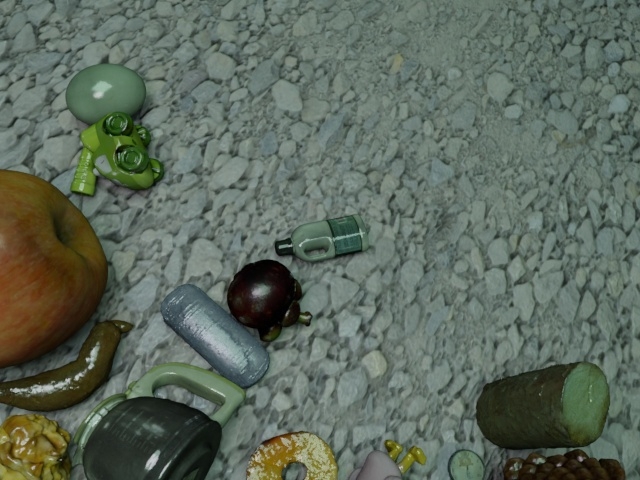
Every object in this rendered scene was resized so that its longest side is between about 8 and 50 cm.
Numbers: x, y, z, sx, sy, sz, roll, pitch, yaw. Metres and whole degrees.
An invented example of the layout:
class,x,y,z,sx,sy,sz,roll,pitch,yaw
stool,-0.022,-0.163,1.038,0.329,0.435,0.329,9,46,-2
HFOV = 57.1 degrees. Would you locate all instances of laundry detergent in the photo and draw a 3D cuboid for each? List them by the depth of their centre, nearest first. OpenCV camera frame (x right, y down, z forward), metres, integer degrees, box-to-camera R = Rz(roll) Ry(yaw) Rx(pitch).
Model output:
class,x,y,z,sx,sy,sz,roll,pitch,yaw
laundry detergent,0.000,0.000,1.435,0.226,0.070,0.099,-11,76,-15

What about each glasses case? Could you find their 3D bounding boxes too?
class,x,y,z,sx,sy,sz,roll,pitch,yaw
glasses case,-0.234,0.211,1.306,0.282,0.067,0.109,41,72,6

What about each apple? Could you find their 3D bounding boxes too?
class,x,y,z,sx,sy,sz,roll,pitch,yaw
apple,-0.617,0.053,1.131,0.347,0.391,0.391,-33,75,0

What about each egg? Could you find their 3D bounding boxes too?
class,x,y,z,sx,sy,sz,roll,pitch,yaw
egg,-0.527,-0.359,1.451,0.192,0.149,0.149,-26,74,-19

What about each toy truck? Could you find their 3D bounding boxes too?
class,x,y,z,sx,sy,sz,roll,pitch,yaw
toy truck,-0.496,-0.206,1.401,0.211,0.148,0.186,-8,83,6

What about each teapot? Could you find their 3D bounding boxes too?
class,x,y,z,sx,sy,sz,roll,pitch,yaw
teapot,-0.322,0.370,1.137,0.239,0.239,0.321,27,70,16

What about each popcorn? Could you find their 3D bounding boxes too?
class,x,y,z,sx,sy,sz,roll,pitch,yaw
popcorn,-0.550,0.412,1.111,0.170,0.180,0.180,-28,72,10

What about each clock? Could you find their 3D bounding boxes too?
class,x,y,z,sx,sy,sz,roll,pitch,yaw
clock,0.325,0.507,1.305,0.085,0.017,0.085,4,67,-9

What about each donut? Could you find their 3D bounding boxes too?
class,x,y,z,sx,sy,sz,roll,pitch,yaw
donut,-0.062,0.487,1.217,0.190,0.074,0.174,-29,74,-24

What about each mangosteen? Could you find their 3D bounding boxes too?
class,x,y,z,sx,sy,sz,roll,pitch,yaw
mangosteen,-0.122,0.135,1.312,0.173,0.172,0.183,-21,92,-18

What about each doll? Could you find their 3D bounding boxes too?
class,x,y,z,sx,sy,sz,roll,pitch,yaw
doll,0.066,0.548,1.164,0.094,0.160,0.365,49,61,-16

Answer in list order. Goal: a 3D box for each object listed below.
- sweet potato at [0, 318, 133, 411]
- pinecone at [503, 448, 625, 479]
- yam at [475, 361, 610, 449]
class,x,y,z,sx,sy,sz,roll,pitch,yaw
sweet potato,-0.513,0.273,1.214,0.310,0.098,0.124,-33,89,-28
pinecone,0.504,0.618,1.127,0.385,0.384,0.384,4,67,-9
yam,0.475,0.358,1.253,0.168,0.304,0.167,7,69,-18
